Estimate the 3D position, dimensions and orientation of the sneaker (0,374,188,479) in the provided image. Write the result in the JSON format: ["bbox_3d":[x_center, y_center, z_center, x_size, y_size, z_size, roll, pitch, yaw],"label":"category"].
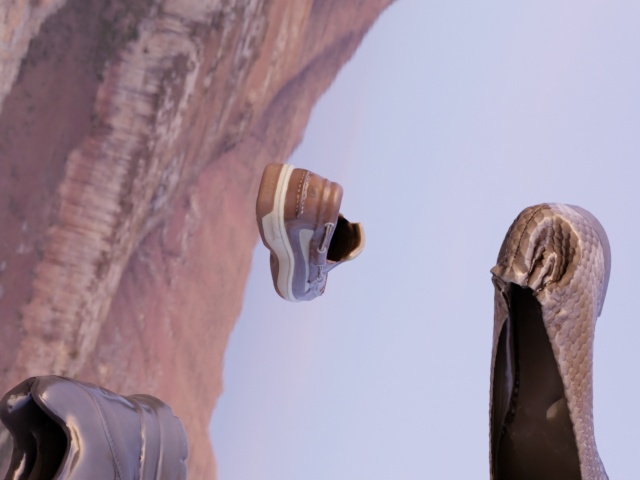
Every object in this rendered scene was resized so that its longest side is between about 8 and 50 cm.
[{"bbox_3d":[-0.156,0.210,0.527,0.109,0.130,0.286,-21,-126,25],"label":"sneaker"}]

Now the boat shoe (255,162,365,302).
[{"bbox_3d":[-0.001,0.007,0.982,0.257,0.095,0.095,72,26,-69],"label":"boat shoe"}]

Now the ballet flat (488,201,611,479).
[{"bbox_3d":[0.121,0.103,0.521,0.084,0.058,0.250,13,-71,43],"label":"ballet flat"}]
